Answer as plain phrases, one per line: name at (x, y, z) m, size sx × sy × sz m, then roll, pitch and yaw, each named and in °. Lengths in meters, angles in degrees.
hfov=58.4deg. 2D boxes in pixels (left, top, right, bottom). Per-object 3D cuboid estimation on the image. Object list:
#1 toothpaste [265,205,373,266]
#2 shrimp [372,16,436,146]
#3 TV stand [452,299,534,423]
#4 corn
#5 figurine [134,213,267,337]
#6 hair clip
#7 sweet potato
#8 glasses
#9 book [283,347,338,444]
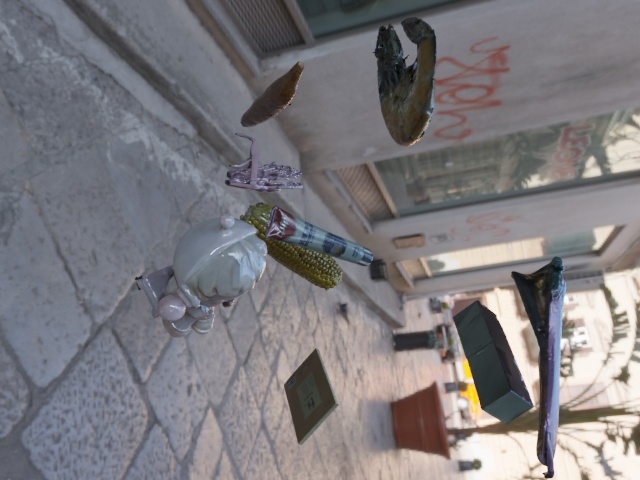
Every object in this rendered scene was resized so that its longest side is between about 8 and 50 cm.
toothpaste at (0.000, 0.000, 1.098) m, size 0.239 × 0.039 × 0.062 m, roll 21°, pitch 81°, yaw -31°
shrimp at (0.199, -0.426, 1.384) m, size 0.272 × 0.085 × 0.445 m, roll 107°, pitch -18°, yaw -46°
TV stand at (0.382, 0.264, 1.290) m, size 0.088 × 0.083 × 0.270 m, roll 33°, pitch 28°, yaw -26°
corn at (-0.060, 0.016, 1.239) m, size 0.260 × 0.091 × 0.091 m, roll 40°, pitch 36°, yaw -21°
figurine at (-0.160, 0.040, 0.843) m, size 0.181 × 0.256 × 0.145 m, roll -2°, pitch 68°, yaw -39°
hair clip at (0.381, 0.209, 0.969) m, size 0.110 × 0.095 × 0.359 m, roll 130°, pitch -35°, yaw -66°
sweet potato at (-0.119, -0.330, 1.387) m, size 0.072 × 0.314 × 0.066 m, roll 34°, pitch 63°, yaw -17°
glasses at (-0.113, -0.158, 1.210) m, size 0.255 × 0.162 × 0.095 m, roll -108°, pitch -152°, yaw -69°
book at (-0.023, 0.313, 1.169) m, size 0.012 × 0.118 × 0.172 m, roll 32°, pitch 16°, yaw -27°
